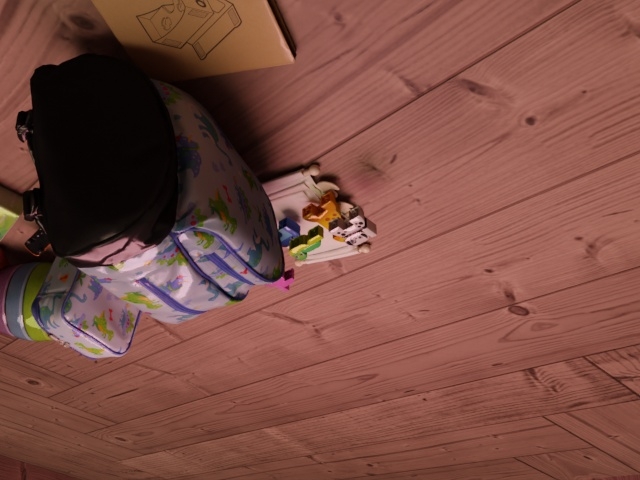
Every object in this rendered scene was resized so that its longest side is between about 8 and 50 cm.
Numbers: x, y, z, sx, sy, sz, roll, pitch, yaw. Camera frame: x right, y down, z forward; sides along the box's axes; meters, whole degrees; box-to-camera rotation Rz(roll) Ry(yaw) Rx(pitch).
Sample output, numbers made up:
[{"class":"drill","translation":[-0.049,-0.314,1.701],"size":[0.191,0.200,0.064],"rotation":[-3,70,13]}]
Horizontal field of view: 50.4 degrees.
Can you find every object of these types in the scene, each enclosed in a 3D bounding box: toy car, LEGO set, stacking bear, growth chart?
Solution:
[{"class":"toy car","translation":[-0.467,0.014,1.236],"size":[0.122,0.060,0.040],"rotation":[26,176,-12]},{"class":"LEGO set","translation":[0.000,0.000,1.032],"size":[0.227,0.087,0.093],"rotation":[-28,135,33]},{"class":"stacking bear","translation":[-0.498,0.114,1.312],"size":[0.289,0.164,0.175],"rotation":[3,147,2]},{"class":"growth chart","translation":[-0.017,-0.031,1.079],"size":[0.172,0.021,0.237],"rotation":[-9,143,26]}]

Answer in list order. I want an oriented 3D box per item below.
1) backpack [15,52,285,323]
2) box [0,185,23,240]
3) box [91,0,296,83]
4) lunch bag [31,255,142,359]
[{"class":"backpack","translation":[-0.191,-0.034,0.878],"size":[0.273,0.290,0.355],"rotation":[-16,147,-8]},{"class":"box","translation":[-0.689,-0.059,1.109],"size":[0.322,0.058,0.232],"rotation":[31,121,-32]},{"class":"box","translation":[-0.147,-0.254,0.771],"size":[0.201,0.021,0.164],"rotation":[-3,145,20]},{"class":"lunch bag","translation":[-0.377,0.083,1.163],"size":[0.090,0.219,0.176],"rotation":[-9,143,28]}]
